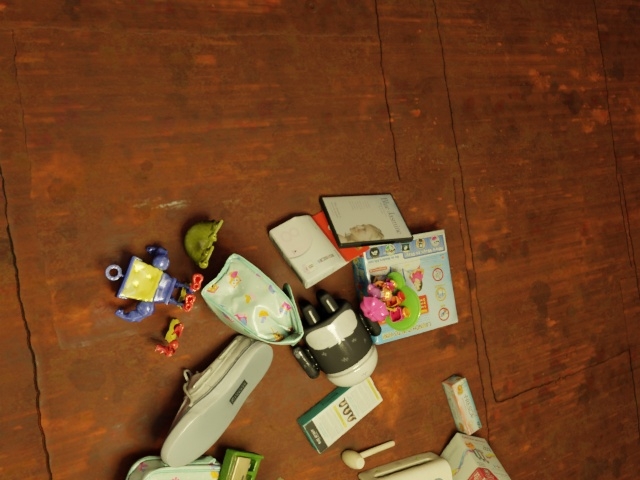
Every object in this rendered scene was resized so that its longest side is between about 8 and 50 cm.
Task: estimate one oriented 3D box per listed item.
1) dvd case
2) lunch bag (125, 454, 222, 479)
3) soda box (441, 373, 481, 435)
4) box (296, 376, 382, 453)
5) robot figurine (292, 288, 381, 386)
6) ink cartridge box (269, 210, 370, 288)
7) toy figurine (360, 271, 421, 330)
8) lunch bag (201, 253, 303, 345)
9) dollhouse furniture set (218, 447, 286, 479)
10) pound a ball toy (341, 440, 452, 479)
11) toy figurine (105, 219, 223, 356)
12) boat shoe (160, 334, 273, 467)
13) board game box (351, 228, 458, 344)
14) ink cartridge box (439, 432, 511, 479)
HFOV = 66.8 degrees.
[{"bbox_3d":[0.138,-0.062,1.450,0.252,0.022,0.181,-5,55,-25],"label":"dvd case"},{"bbox_3d":[-0.348,0.640,1.181,0.279,0.107,0.224,25,71,-43],"label":"lunch bag"},{"bbox_3d":[0.465,0.540,1.599,0.062,0.058,0.183,-21,97,-23],"label":"soda box"},{"bbox_3d":[0.059,0.497,1.423,0.244,0.060,0.101,-32,100,-21],"label":"box"},{"bbox_3d":[0.046,0.276,1.372,0.278,0.209,0.173,59,32,-10],"label":"robot figurine"},{"bbox_3d":[0.000,0.000,1.378,0.232,0.066,0.189,-32,68,-17],"label":"ink cartridge box"},{"bbox_3d":[0.175,0.162,1.337,0.159,0.130,0.173,12,60,-46],"label":"toy figurine"},{"bbox_3d":[-0.153,0.172,1.227,0.262,0.223,0.160,35,74,2],"label":"lunch bag"},{"bbox_3d":[-0.220,0.568,1.095,0.301,0.197,0.151,32,68,-42],"label":"dollhouse furniture set"},{"bbox_3d":[0.236,0.712,1.450,0.318,0.135,0.208,-4,89,-24],"label":"pound a ball toy"},{"bbox_3d":[-0.404,0.080,1.181,0.217,0.191,0.363,20,79,-16],"label":"toy figurine"},{"bbox_3d":[-0.291,0.382,1.235,0.367,0.156,0.136,-51,140,-29],"label":"boat shoe"},{"bbox_3d":[0.262,0.137,1.514,0.308,0.086,0.302,-9,92,-23],"label":"board game box"},{"bbox_3d":[0.478,0.719,1.516,0.128,0.176,0.127,21,108,-22],"label":"ink cartridge box"}]
